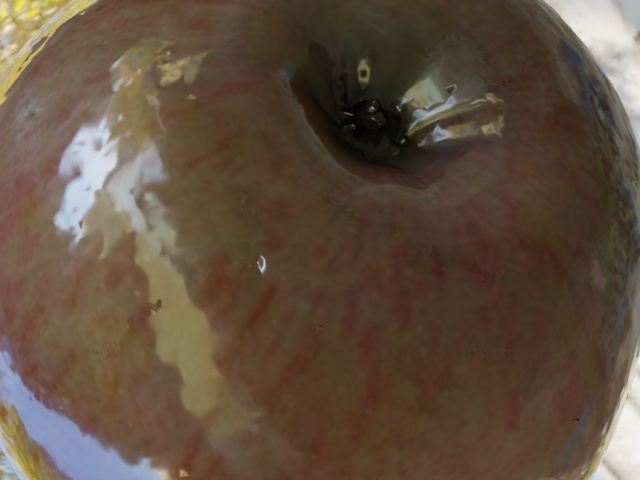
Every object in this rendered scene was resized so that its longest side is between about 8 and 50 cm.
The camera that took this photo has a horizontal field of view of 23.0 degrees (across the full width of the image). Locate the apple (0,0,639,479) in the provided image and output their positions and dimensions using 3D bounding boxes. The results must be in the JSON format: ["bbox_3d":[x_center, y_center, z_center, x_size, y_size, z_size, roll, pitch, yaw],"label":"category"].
[{"bbox_3d":[0.000,0.000,0.708,0.345,0.269,0.345,21,-129,-28],"label":"apple"}]
